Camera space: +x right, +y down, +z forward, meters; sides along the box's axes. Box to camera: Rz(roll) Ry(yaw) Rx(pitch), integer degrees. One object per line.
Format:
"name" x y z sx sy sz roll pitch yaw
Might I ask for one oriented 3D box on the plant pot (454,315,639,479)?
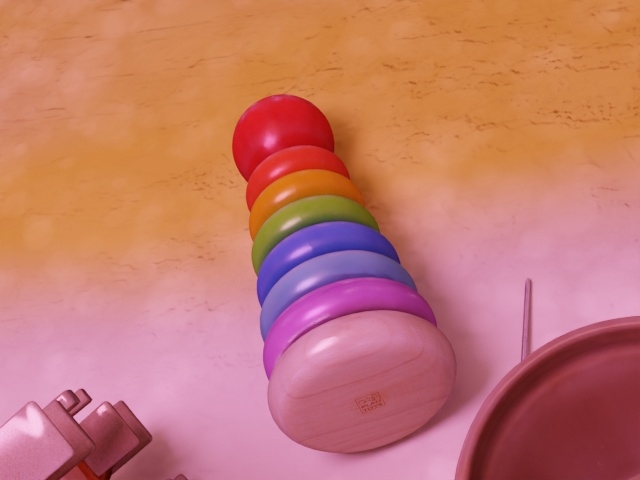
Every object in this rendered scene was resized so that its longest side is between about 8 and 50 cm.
"plant pot" 0.212 0.176 0.807 0.237 0.110 0.237 -12 54 16

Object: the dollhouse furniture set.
"dollhouse furniture set" -0.144 0.234 0.853 0.135 0.262 0.259 -40 83 -3

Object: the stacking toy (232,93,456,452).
"stacking toy" 0.000 0.000 1.015 0.141 0.141 0.330 -24 47 8

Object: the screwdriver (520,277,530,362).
"screwdriver" 0.153 0.098 0.943 0.025 0.024 0.170 -25 43 46
